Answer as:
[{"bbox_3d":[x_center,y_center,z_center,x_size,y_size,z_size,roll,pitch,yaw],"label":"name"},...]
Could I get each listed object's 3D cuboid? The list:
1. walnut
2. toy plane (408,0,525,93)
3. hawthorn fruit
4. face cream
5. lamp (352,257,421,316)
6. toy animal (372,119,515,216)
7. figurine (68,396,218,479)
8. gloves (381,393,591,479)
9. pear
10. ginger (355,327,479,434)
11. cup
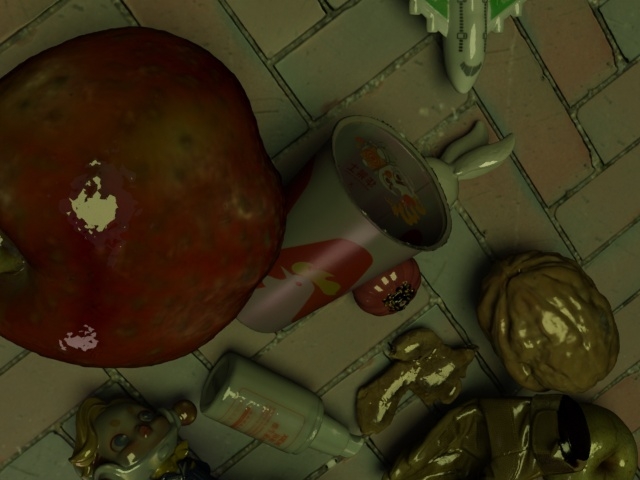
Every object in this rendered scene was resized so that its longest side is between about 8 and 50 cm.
[{"bbox_3d":[0.340,0.125,1.234,0.198,0.198,0.245,-36,117,-3],"label":"walnut"},{"bbox_3d":[0.199,-0.331,1.130,0.251,0.101,0.255,-3,109,-13],"label":"toy plane"},{"bbox_3d":[-0.249,-0.030,0.925,0.403,0.403,0.402,-3,105,-13],"label":"hawthorn fruit"},{"bbox_3d":[-0.048,0.260,1.220,0.252,0.101,0.101,30,95,-19],"label":"face cream"},{"bbox_3d":[0.096,0.062,1.208,0.107,0.092,0.107,-20,139,-18],"label":"lamp"},{"bbox_3d":[0.175,-0.080,1.185,0.221,0.104,0.130,-19,106,-8],"label":"toy animal"},{"bbox_3d":[-0.215,0.313,1.142,0.274,0.194,0.133,18,131,-5],"label":"figurine"},{"bbox_3d":[0.247,0.327,1.273,0.331,0.141,0.154,-23,113,29],"label":"gloves"},{"bbox_3d":[0.431,0.345,1.344,0.167,0.136,0.167,-3,102,-16],"label":"pear"},{"bbox_3d":[0.146,0.227,1.281,0.133,0.059,0.214,33,93,-15],"label":"ginger"},{"bbox_3d":[0.000,0.000,1.071,0.203,0.203,0.288,37,129,-20],"label":"cup"}]
